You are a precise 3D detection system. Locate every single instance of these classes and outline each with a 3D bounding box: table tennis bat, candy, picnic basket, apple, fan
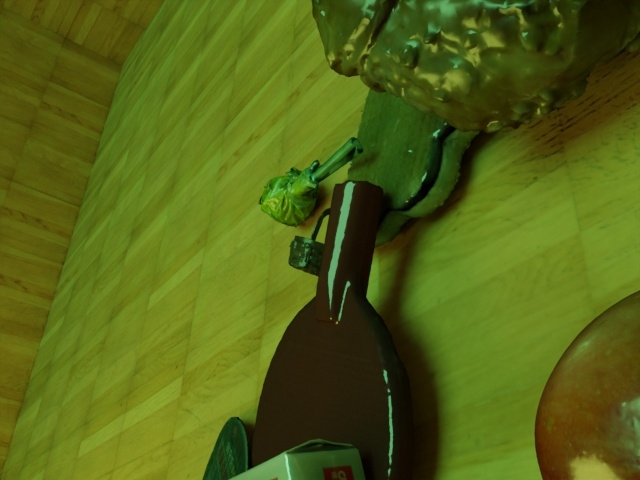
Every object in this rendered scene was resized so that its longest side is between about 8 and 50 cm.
[{"bbox_3d":[0.006,0.146,0.674,0.268,0.051,0.415,-5,74,61],"label":"table tennis bat"},{"bbox_3d":[-0.009,-0.078,0.856,0.077,0.073,0.262,-53,9,-23],"label":"candy"},{"bbox_3d":[0.000,0.000,0.828,0.072,0.072,0.083,12,81,62],"label":"picnic basket"},{"bbox_3d":[0.186,0.098,0.332,0.139,0.163,0.163,130,153,-63],"label":"apple"},{"bbox_3d":[-0.127,0.349,0.803,0.223,0.012,0.294,142,143,-62],"label":"fan"}]

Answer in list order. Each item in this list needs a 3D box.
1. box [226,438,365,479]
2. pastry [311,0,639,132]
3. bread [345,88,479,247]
[{"bbox_3d":[-0.010,0.304,0.535,0.135,0.079,0.269,-38,54,42],"label":"box"},{"bbox_3d":[0.143,-0.216,0.595,0.311,0.162,0.255,31,81,39],"label":"pastry"},{"bbox_3d":[0.106,-0.126,0.745,0.207,0.056,0.286,-3,70,61],"label":"bread"}]
